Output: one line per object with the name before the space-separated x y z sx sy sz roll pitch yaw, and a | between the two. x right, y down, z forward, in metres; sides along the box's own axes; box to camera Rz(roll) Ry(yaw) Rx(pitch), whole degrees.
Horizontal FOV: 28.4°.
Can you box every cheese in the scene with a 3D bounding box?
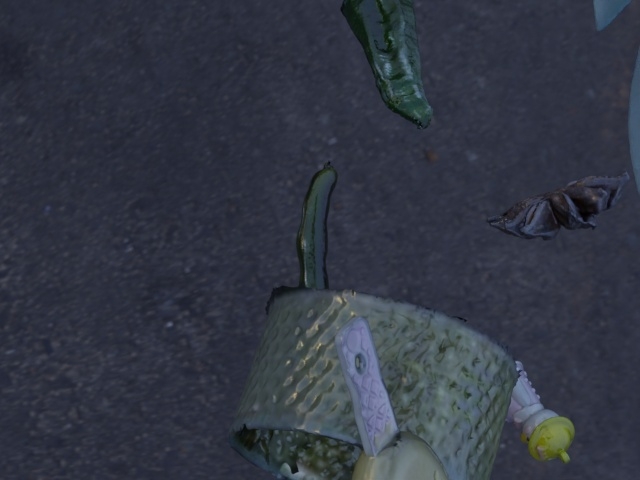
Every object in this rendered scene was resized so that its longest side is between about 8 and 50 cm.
cheese | 0.057 0.181 1.020 0.127 0.050 0.255 -33 115 -49

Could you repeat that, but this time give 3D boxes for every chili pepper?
chili pepper | 0.088 -0.203 1.409 0.088 0.059 0.226 -16 49 0

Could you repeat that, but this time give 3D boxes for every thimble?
thimble | 0.049 0.164 1.241 0.271 0.271 0.150 30 65 -25

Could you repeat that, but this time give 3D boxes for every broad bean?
broad bean | -0.002 -0.003 1.582 0.069 0.039 0.226 43 48 -54

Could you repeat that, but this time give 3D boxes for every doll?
doll | 0.294 0.243 1.822 0.081 0.129 0.207 -32 53 -9

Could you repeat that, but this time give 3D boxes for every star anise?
star anise | 0.325 -0.041 1.705 0.195 0.182 0.065 -30 100 -27

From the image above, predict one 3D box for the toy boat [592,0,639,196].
toy boat | 0.195 -0.022 0.534 0.067 0.220 0.291 -22 76 -43
